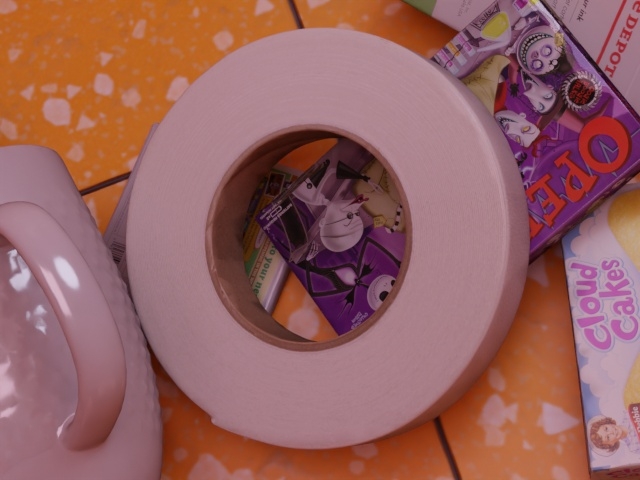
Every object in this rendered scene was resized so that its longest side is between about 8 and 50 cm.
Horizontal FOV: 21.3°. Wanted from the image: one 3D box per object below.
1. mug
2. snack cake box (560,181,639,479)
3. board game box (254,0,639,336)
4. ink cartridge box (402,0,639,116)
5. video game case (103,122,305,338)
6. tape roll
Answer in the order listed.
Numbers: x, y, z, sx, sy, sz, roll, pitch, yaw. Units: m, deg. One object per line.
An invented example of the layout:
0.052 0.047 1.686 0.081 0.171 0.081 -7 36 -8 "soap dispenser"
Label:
-0.275 0.102 1.533 0.276 0.374 0.328 -21 77 -32 "mug"
0.306 0.082 1.567 0.152 0.089 0.264 -8 71 8 "snack cake box"
0.123 -0.052 1.589 0.347 0.056 0.208 -42 76 16 "board game box"
0.253 -0.262 1.620 0.353 0.119 0.207 32 122 18 "ink cartridge box"
-0.121 0.005 1.709 0.193 0.023 0.212 19 77 16 "video game case"
0.000 0.000 1.578 0.392 0.072 0.392 -2 85 23 "tape roll"
